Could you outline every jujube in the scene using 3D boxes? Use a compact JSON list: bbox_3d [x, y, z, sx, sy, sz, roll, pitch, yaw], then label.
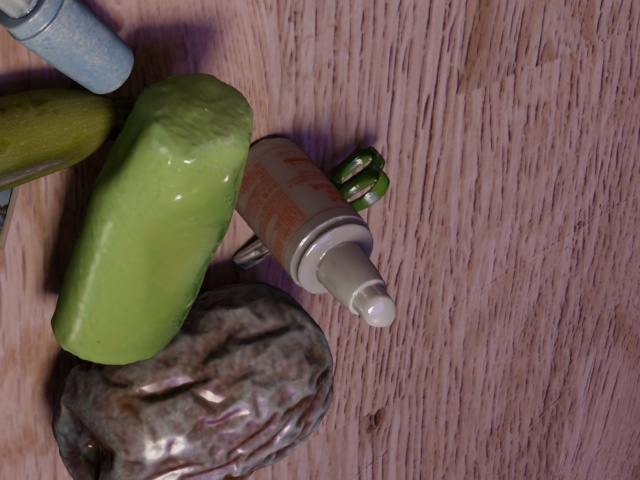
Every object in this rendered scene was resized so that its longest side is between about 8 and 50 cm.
[{"bbox_3d":[-0.134,0.177,2.140,0.317,0.226,0.226,-27,141,-25],"label":"jujube"}]

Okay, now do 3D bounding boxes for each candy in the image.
[{"bbox_3d":[-0.175,-0.015,1.935,0.142,0.132,0.343,10,134,-19],"label":"candy"}]

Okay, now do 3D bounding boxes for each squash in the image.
[{"bbox_3d":[-0.303,-0.091,1.825,0.341,0.094,0.094,-21,138,-25],"label":"squash"}]

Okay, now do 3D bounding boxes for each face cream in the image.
[{"bbox_3d":[0.000,0.000,2.033,0.101,0.251,0.101,-22,138,-21],"label":"face cream"}]

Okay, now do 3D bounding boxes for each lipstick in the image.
[{"bbox_3d":[-0.269,-0.219,1.748,0.068,0.061,0.274,-44,142,6],"label":"lipstick"}]

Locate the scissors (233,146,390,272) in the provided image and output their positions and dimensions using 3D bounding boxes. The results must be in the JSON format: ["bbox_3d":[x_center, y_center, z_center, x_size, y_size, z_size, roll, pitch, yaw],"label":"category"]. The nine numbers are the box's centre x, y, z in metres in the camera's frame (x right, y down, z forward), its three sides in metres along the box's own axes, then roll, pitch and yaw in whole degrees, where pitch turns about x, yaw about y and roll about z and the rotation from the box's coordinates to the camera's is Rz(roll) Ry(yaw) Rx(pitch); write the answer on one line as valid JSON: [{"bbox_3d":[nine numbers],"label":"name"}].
[{"bbox_3d":[-0.012,-0.029,2.150,0.204,0.101,0.027,-33,116,15],"label":"scissors"}]

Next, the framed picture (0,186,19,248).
[{"bbox_3d":[-0.369,-0.029,1.895,0.149,0.011,0.109,-7,132,-34],"label":"framed picture"}]
